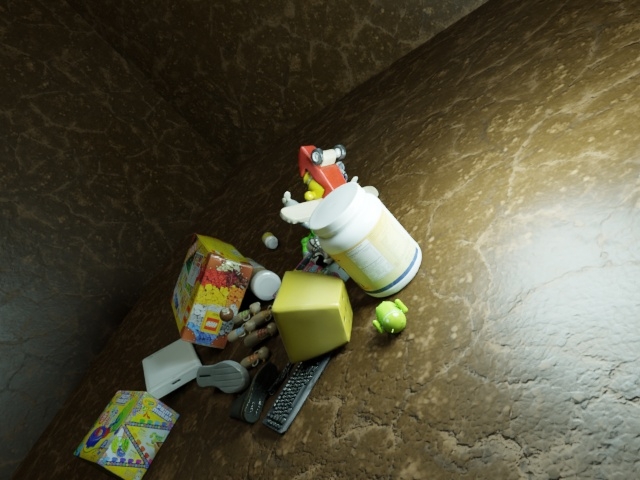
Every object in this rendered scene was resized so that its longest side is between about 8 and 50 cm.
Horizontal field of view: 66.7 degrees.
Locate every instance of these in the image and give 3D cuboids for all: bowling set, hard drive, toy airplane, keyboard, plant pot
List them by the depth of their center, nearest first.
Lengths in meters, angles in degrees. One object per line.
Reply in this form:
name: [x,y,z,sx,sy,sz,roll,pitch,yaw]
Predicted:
plant pot: [-0.010,0.221,1.486,0.187,0.212,0.212,-10,27,14]
keyboard: [-0.082,0.427,1.503,0.201,0.033,0.317,-6,43,55]
bowling set: [-0.262,0.309,1.792,0.154,0.200,0.287,-33,30,23]
toy airplane: [0.042,-0.146,1.883,0.272,0.386,0.384,-38,31,47]
hard drive: [-0.647,0.544,2.113,0.233,0.047,0.353,-28,19,-17]

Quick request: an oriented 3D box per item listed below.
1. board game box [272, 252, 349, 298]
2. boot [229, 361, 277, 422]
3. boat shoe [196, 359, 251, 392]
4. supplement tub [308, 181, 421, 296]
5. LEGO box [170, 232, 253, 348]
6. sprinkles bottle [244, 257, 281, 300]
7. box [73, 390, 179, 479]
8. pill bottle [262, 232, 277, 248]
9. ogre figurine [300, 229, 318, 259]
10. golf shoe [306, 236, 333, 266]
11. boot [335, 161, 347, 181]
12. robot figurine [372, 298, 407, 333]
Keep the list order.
board game box: [-0.014,0.138,1.787,0.303,0.097,0.224,-49,24,-12]
boot: [-0.227,0.491,1.587,0.137,0.077,0.198,-23,30,50]
boat shoe: [-0.330,0.478,1.732,0.302,0.094,0.109,-11,77,46]
supplement tub: [0.136,-0.002,1.494,0.228,0.316,0.228,-36,25,19]
LEGO box: [-0.504,0.205,2.189,0.500,0.193,0.372,27,97,65]
sprinkles bottle: [-0.286,0.163,2.148,0.121,0.121,0.355,-49,24,-10]
box: [-0.742,0.745,1.866,0.290,0.177,0.279,-18,34,45]
pill bottle: [-0.249,0.003,2.424,0.065,0.065,0.116,-45,24,-2]
ogre figurine: [0.000,0.000,1.970,0.197,0.097,0.118,-48,46,17]
golf shoe: [-0.008,0.043,1.720,0.094,0.077,0.198,-53,25,-18]
boot: [0.103,-0.322,2.402,0.086,0.069,0.190,-13,46,39]
robot figurine: [0.196,0.214,1.355,0.101,0.067,0.115,-41,24,2]
